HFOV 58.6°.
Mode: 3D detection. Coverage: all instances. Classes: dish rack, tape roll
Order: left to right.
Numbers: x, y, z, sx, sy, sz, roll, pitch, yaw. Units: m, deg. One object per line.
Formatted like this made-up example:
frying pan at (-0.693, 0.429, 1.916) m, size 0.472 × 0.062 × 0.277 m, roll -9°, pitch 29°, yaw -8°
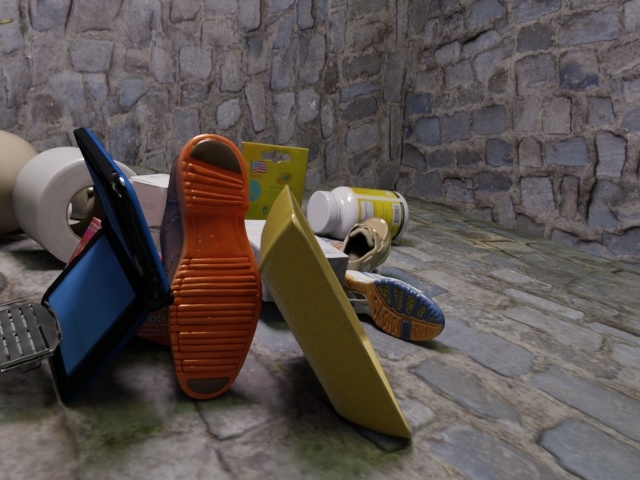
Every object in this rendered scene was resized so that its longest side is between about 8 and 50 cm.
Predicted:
dish rack at (-0.461, 0.120, 0.679) m, size 0.272 × 0.074 × 0.208 m, roll -16°, pitch 24°, yaw -30°
tape roll at (-0.532, -0.077, 1.269) m, size 0.246 × 0.246 × 0.169 m, roll -2°, pitch 16°, yaw -44°

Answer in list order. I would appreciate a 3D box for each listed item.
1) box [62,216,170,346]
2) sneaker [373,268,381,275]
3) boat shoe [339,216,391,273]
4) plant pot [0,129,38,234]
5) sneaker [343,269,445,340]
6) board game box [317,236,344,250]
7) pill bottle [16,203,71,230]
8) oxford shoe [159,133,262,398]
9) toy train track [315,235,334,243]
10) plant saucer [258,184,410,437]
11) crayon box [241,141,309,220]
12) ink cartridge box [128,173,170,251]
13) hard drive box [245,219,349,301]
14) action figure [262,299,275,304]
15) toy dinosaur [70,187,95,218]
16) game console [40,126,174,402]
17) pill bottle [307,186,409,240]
box at (-0.318, 0.065, 0.959) m, size 0.128 × 0.122 × 0.257 m, roll 33°, pitch -7°, yaw -40°
sneaker at (0.073, 0.077, 1.448) m, size 0.170 × 0.068 × 0.071 m, roll 18°, pitch 20°, yaw 35°
boat shoe at (0.111, 0.010, 1.423) m, size 0.109 × 0.098 × 0.302 m, roll 16°, pitch 35°, yaw 16°
plant pot at (-0.771, -0.148, 1.226) m, size 0.257 × 0.256 × 0.274 m, roll 8°, pitch -5°, yaw -6°
sneaker at (0.142, 0.117, 1.187) m, size 0.296 × 0.111 × 0.131 m, roll 19°, pitch 15°, yaw 39°
board game box at (0.009, 0.029, 1.699) m, size 0.136 × 0.035 × 0.201 m, roll 12°, pitch 12°, yaw 13°
pill bottle at (-0.744, -0.081, 1.463) m, size 0.108 × 0.107 × 0.180 m, roll 16°, pitch 14°, yaw 32°
oxford shoe at (-0.168, 0.039, 0.824) m, size 0.130 × 0.363 × 0.133 m, roll 8°, pitch -14°, yaw -31°
toy train track at (0.000, 0.000, 1.712) m, size 0.083 × 0.014 × 0.048 m, roll 16°, pitch 5°, yaw 8°
plant saucer at (-0.002, 0.096, 0.847) m, size 0.081 × 0.332 × 0.333 m, roll -27°, pitch 13°, yaw 1°
crayon box at (-0.144, -0.077, 1.385) m, size 0.202 × 0.318 × 0.081 m, roll -1°, pitch 15°, yaw -41°
ink cartridge box at (-0.351, -0.028, 1.233) m, size 0.092 × 0.217 × 0.158 m, roll 11°, pitch 12°, yaw 10°
hard drive box at (-0.083, 0.034, 1.182) m, size 0.181 × 0.089 × 0.232 m, roll 0°, pitch 21°, yaw -34°
action figure at (-0.170, 0.087, 1.227) m, size 0.232 × 0.063 × 0.137 m, roll 7°, pitch 14°, yaw 7°
toy dinosaur at (-0.721, -0.126, 1.682) m, size 0.314 × 0.160 × 0.121 m, roll 21°, pitch -12°, yaw 3°
game console at (-0.327, 0.016, 0.767) m, size 0.173 × 0.250 × 0.293 m, roll -25°, pitch 34°, yaw -21°
pill bottle at (0.129, -0.092, 2.001) m, size 0.334 × 0.187 × 0.188 m, roll 2°, pitch 13°, yaw -33°
